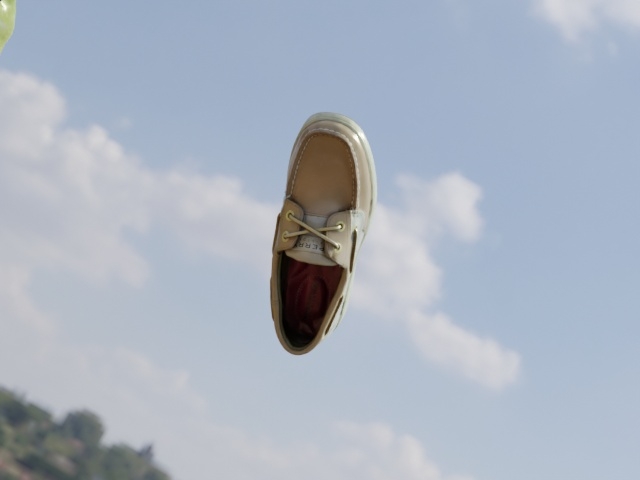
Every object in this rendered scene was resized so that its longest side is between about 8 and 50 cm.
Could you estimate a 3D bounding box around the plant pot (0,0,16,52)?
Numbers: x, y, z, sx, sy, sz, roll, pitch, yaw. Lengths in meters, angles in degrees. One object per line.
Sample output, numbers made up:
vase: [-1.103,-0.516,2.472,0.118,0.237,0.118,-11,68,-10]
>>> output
plant pot: [-0.354,-0.162,1.155,0.254,0.276,0.276,5,-19,20]

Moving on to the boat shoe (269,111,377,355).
boat shoe: [0.000,0.000,0.912,0.050,0.135,0.045,9,29,10]
